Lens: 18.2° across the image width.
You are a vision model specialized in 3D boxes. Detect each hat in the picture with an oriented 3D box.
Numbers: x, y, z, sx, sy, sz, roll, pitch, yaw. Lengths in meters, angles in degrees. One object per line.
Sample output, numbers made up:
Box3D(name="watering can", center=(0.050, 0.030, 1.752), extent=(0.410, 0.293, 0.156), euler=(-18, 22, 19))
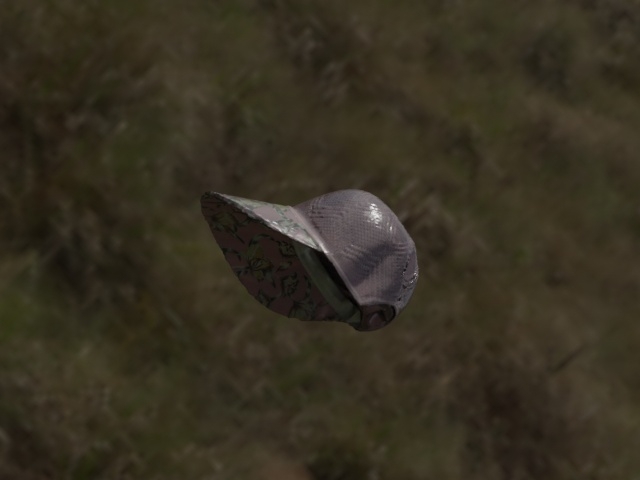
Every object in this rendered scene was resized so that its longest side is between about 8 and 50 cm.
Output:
Box3D(name="hat", center=(-0.001, -0.002, 0.721), extent=(0.087, 0.042, 0.058), euler=(23, -32, 33))
